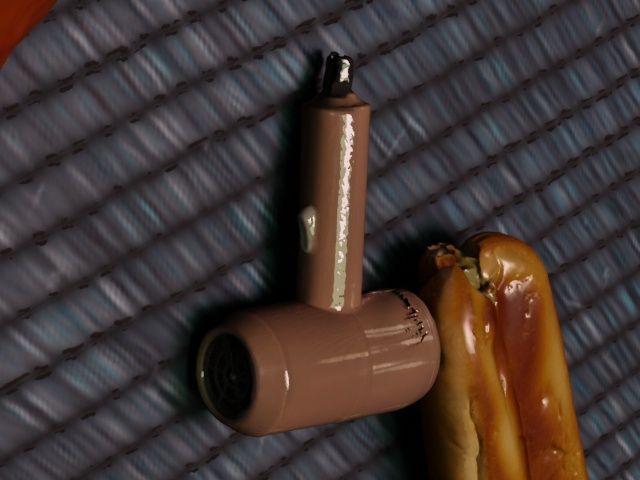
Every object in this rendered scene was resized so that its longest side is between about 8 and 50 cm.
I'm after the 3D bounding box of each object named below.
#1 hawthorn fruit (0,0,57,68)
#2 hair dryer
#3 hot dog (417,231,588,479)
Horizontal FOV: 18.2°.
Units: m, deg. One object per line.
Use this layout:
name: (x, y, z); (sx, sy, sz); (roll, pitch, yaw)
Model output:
hawthorn fruit: (-0.215, -0.187, 0.456); (0.403, 0.403, 0.403); (-18, 117, -40)
hair dryer: (0.000, 0.000, 0.963); (0.117, 0.064, 0.181); (-6, 101, -42)
hot dog: (0.092, 0.104, 1.079); (0.100, 0.068, 0.249); (-45, 135, -37)
